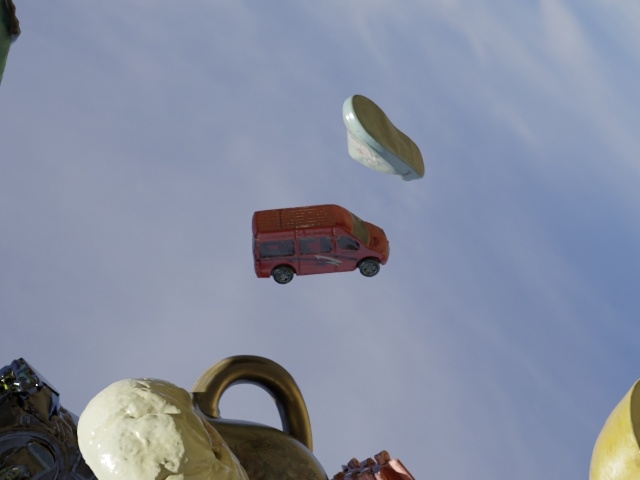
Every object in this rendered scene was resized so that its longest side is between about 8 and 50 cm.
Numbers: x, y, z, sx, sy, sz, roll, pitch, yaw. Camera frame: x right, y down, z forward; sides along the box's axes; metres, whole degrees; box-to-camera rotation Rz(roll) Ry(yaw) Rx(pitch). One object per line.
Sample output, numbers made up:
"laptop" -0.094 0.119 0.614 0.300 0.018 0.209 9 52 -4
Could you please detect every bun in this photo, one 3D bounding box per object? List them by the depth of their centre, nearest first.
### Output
"bun" -0.142 0.206 1.137 0.188 0.111 0.164 43 -177 35

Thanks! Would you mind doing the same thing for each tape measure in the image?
"tape measure" -0.374 0.264 1.448 0.199 0.186 0.112 54 176 -31

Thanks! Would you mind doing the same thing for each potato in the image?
"potato" 0.333 0.231 1.112 0.204 0.158 0.178 11 -130 -19

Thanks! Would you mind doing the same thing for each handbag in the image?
"handbag" 0.096 0.371 1.655 0.059 0.212 0.157 -38 -89 -23

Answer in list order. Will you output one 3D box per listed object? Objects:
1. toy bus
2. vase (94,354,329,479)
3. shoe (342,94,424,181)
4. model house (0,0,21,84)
"toy bus" 0.000 0.000 1.680 0.195 0.089 0.081 -4 -145 -1
"vase" -0.129 0.303 1.624 0.302 0.241 0.329 39 -124 -16
"shoe" 0.073 -0.129 1.643 0.195 0.078 0.079 29 -138 -50
"model house" -0.527 -0.330 1.590 0.230 0.248 0.280 15 171 -29
